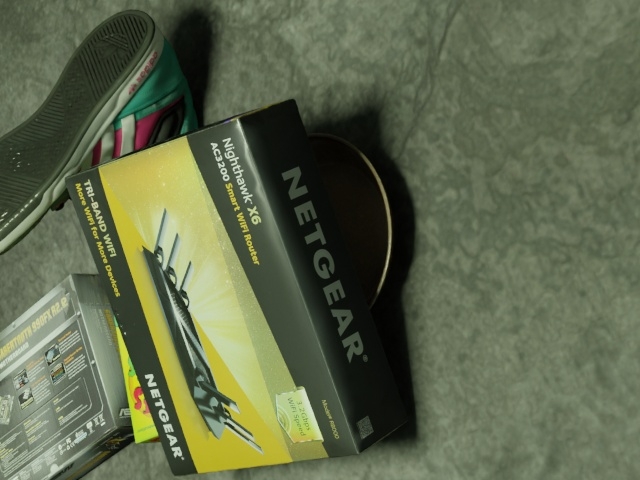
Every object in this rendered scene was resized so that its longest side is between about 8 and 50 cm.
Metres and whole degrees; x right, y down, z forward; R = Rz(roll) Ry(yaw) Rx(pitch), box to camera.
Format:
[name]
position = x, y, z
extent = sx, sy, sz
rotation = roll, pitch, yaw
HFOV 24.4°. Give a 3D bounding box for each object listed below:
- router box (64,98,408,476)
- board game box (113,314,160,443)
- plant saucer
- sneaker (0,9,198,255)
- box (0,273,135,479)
[router box]
position = -0.081, 0.051, 1.342
extent = 0.243, 0.081, 0.308
rotation = -15, 97, 42
[board game box]
position = -0.160, 0.108, 1.512
extent = 0.092, 0.043, 0.181
rotation = -24, 71, 39
[plant saucer]
position = 0.000, 0.000, 1.379
extent = 0.199, 0.036, 0.198
rotation = -5, 83, 43
[sneaker]
position = -0.230, -0.071, 1.498
extent = 0.124, 0.178, 0.295
rotation = 33, 79, 39
[box]
position = -0.293, 0.169, 1.621
extent = 0.231, 0.056, 0.183
rotation = -37, 63, 34
